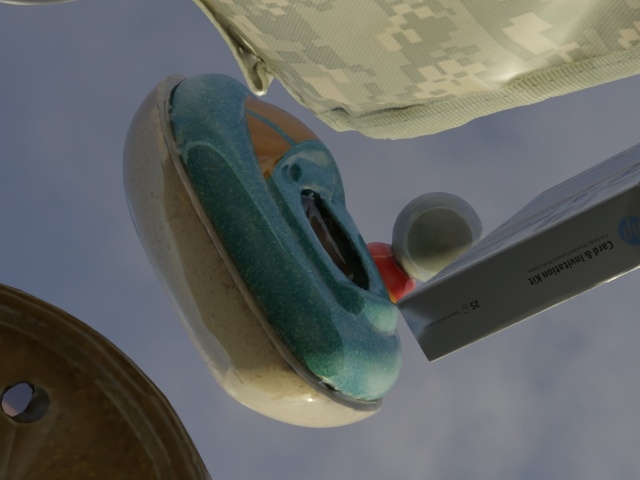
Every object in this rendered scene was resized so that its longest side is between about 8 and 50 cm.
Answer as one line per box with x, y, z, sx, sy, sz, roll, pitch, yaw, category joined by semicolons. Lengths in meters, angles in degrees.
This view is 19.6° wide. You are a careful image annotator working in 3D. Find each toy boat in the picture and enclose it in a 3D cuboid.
0.000;0.000;1.252;0.148;0.318;0.267;-35;-111;16;toy boat

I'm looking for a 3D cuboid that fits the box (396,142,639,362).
0.139;-0.011;0.924;0.145;0.186;0.038;-28;-86;34;box

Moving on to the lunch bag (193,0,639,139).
0.042;-0.168;0.458;0.287;0.169;0.235;-36;-52;15;lunch bag

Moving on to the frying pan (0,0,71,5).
-0.208;-0.209;0.991;0.326;0.053;0.197;9;-44;-31;frying pan

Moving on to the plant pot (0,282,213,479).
-0.097;0.131;0.399;0.237;0.237;0.254;10;-41;-4;plant pot
